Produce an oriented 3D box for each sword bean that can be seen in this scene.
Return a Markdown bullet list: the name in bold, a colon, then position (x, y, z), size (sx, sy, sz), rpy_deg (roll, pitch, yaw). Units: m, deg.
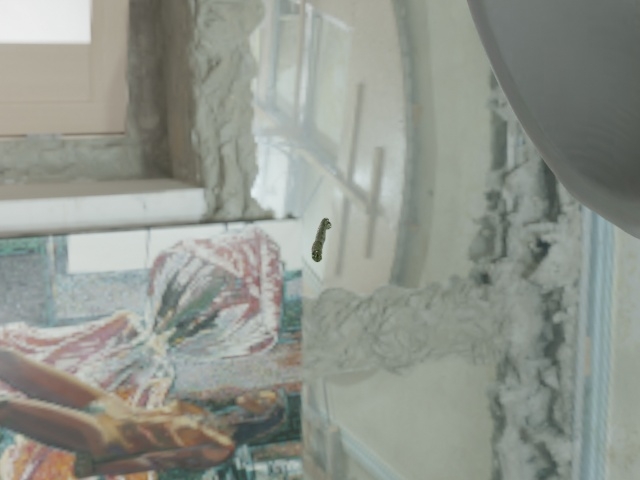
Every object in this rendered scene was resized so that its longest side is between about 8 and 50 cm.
- **sword bean**: position (0.000, 0.000, 0.684), size (0.083, 0.012, 0.012), rpy_deg (-76, 171, -70)

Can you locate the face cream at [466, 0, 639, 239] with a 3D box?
- **face cream**: position (0.233, -0.169, 0.342), size (0.219, 0.357, 0.313), rpy_deg (41, -24, 43)
